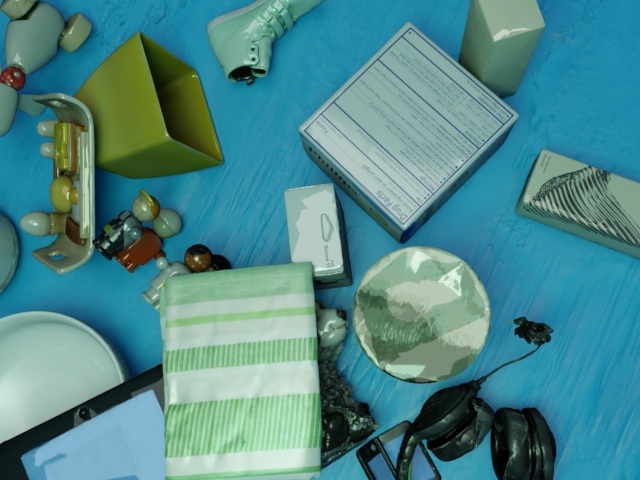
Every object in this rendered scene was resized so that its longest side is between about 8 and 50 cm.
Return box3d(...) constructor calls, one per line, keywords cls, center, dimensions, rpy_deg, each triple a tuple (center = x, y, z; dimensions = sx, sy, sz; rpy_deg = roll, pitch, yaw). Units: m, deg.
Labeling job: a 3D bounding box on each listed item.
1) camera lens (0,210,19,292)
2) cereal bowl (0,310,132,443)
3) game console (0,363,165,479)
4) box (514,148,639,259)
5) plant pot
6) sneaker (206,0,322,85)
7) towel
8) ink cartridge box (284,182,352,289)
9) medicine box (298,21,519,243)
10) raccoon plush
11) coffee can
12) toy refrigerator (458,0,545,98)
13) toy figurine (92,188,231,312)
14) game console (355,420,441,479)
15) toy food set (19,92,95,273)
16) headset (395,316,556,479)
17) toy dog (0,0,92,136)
box3d(cls="camera lens", center=(-0.706, 0.010, 1.221), dimensions=(0.219, 0.274, 0.219), rpy_deg=(-1, 79, 6))
box3d(cls="cereal bowl", center=(-0.482, 0.296, 1.184), dimensions=(0.339, 0.141, 0.339), rpy_deg=(-1, 77, 4))
box3d(cls="game console", center=(-0.302, 0.408, 1.039), dimensions=(0.386, 0.060, 0.342), rpy_deg=(-26, 75, -2))
box3d(cls="box", center=(0.497, -0.057, 1.193), dimensions=(0.275, 0.094, 0.113), rpy_deg=(20, 81, 10))
box3d(cls="plant pot", center=(-0.335, -0.225, 1.269), dimensions=(0.187, 0.212, 0.212), rpy_deg=(-21, 78, 15))
box3d(cls="sneaker", center=(-0.088, -0.400, 1.321), dimensions=(0.256, 0.094, 0.151), rpy_deg=(-23, 72, 12))
box3d(cls="towel", center=(-0.123, 0.203, 1.030), dimensions=(0.248, 0.038, 0.324), rpy_deg=(-6, 75, 4))
box3d(cls="ink cartridge box", center=(0.000, 0.000, 1.179), dimensions=(0.087, 0.208, 0.153), rpy_deg=(-8, 78, 5))
box3d(cls="medicine box", center=(0.155, -0.190, 1.228), dimensions=(0.289, 0.149, 0.263), rpy_deg=(-45, 78, -3))
box3d(cls="raccoon plush", center=(-0.119, 0.280, 1.154), dimensions=(0.446, 0.216, 0.299), rpy_deg=(-33, 70, 0))
box3d(cls="coffee can", center=(0.159, 0.130, 1.103), dimensions=(0.202, 0.275, 0.201), rpy_deg=(-1, 79, 6))
box3d(cls="toy refrigerator", center=(0.311, -0.340, 1.177), dimensions=(0.094, 0.269, 0.102), rpy_deg=(-17, 77, 3))
box3d(cls="toy figurine", center=(-0.275, 0.027, 1.206), dimensions=(0.148, 0.209, 0.213), rpy_deg=(-44, 79, -9))
box3d(cls="game console", center=(0.135, 0.391, 1.164), dimensions=(0.071, 0.107, 0.122), rpy_deg=(-37, 76, 28))
box3d(cls="toy food set", center=(-0.485, -0.108, 1.217), dimensions=(0.092, 0.220, 0.306), rpy_deg=(-3, 99, -34))
box3d(cls="headset", center=(0.276, 0.315, 1.090), dimensions=(0.243, 0.185, 0.394), rpy_deg=(21, 86, 1))
box3d(cls="toy dog", center=(-0.606, -0.355, 1.333), dimensions=(0.220, 0.161, 0.333), rpy_deg=(54, 53, -24))
